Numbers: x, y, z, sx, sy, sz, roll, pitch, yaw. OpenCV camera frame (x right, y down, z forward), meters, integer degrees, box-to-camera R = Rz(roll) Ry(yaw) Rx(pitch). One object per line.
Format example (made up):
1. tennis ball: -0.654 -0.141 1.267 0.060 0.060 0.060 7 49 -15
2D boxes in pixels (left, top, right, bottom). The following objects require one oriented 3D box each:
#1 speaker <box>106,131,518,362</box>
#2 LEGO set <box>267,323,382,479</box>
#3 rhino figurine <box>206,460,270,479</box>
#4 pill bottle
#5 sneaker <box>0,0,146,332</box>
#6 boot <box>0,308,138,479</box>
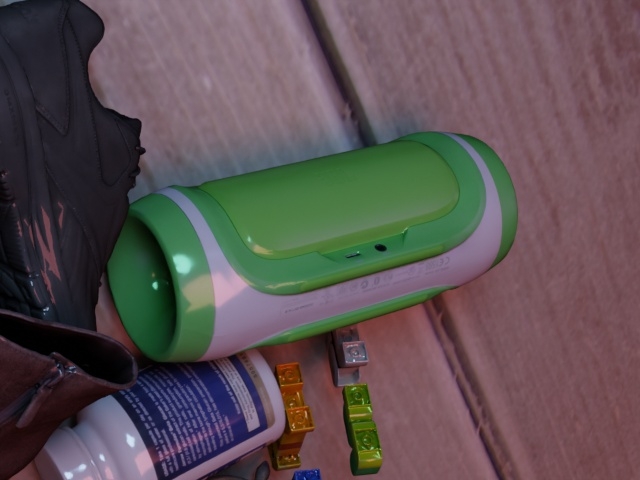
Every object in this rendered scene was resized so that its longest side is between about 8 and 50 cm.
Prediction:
1. speaker: 0.000 0.000 1.033 0.296 0.131 0.131 -14 120 -33
2. LEGO set: 0.002 0.169 1.102 0.087 0.227 0.093 -3 148 -14
3. rhino figurine: -0.102 0.232 1.107 0.243 0.073 0.106 -7 118 -38
4. pill bottle: -0.118 0.139 1.031 0.169 0.094 0.094 -25 125 -27
5. sneaker: -0.166 -0.022 0.913 0.130 0.109 0.286 -30 132 -36
6. boot: -0.259 0.083 0.829 0.207 0.090 0.248 -34 142 30
